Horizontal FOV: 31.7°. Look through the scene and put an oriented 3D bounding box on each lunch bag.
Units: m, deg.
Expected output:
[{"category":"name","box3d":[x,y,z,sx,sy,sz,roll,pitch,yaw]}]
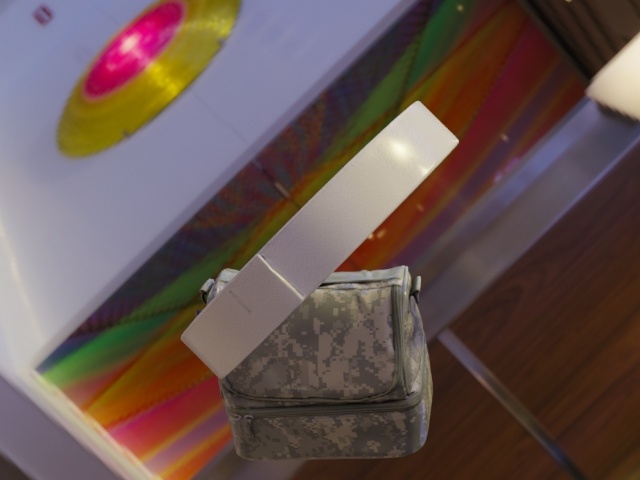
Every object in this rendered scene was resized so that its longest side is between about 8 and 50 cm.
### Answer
[{"category":"lunch bag","box3d":[-0.002,0.154,1.584,0.212,0.305,0.256,-73,158,-59]}]

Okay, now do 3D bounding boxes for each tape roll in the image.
[{"category":"tape roll","box3d":[0.000,0.000,1.296,0.072,0.392,0.392,45,-1,0]}]
